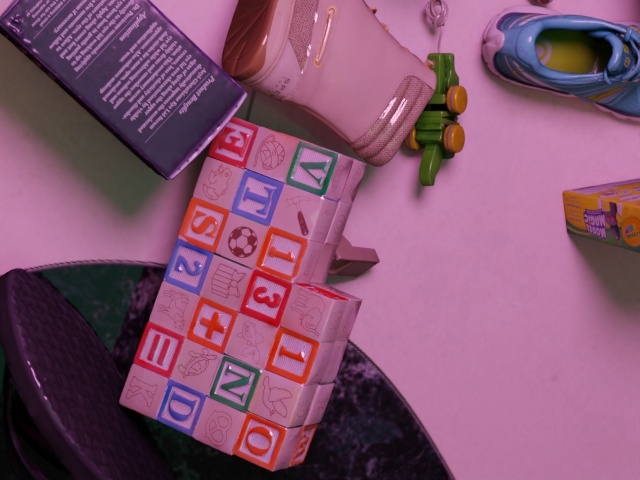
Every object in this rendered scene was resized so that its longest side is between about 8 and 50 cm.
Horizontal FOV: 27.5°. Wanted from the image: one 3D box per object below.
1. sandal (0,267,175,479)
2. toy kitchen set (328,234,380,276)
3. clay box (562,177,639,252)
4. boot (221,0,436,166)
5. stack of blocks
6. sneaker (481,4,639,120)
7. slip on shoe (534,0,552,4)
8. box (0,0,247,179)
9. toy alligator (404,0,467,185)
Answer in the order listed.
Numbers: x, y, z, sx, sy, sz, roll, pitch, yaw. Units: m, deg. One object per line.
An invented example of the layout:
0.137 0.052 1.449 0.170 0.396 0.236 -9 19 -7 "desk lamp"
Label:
-0.213 0.238 1.248 0.107 0.167 0.445 -25 103 9 "sandal"
0.000 0.000 1.331 0.068 0.075 0.083 -33 68 29 "toy kitchen set"
0.347 -0.027 1.308 0.128 0.222 0.053 -10 100 -12 "clay box"
0.030 -0.223 1.264 0.203 0.095 0.261 31 62 -31 "boot"
-0.055 0.048 1.249 0.171 0.087 0.297 20 93 19 "stack of blocks"
0.302 -0.178 1.334 0.275 0.110 0.107 4 97 -15 "sneaker"
0.205 -0.304 1.327 0.041 0.051 0.135 -40 99 -18 "slip on shoe"
-0.185 -0.165 1.196 0.207 0.153 0.108 43 86 -16 "box"
0.124 -0.149 1.330 0.051 0.056 0.189 4 90 -59 "toy alligator"
